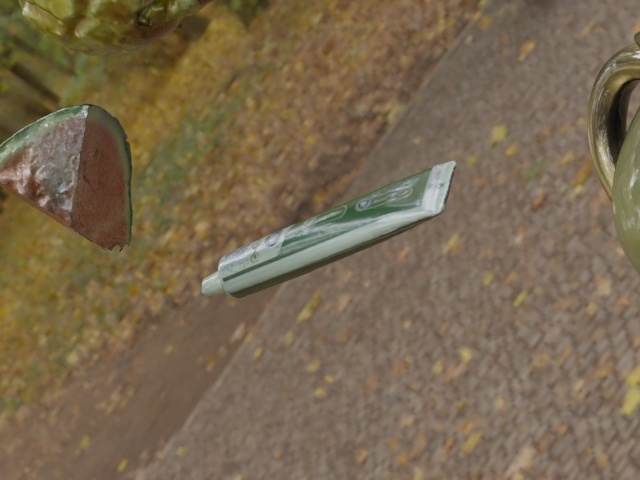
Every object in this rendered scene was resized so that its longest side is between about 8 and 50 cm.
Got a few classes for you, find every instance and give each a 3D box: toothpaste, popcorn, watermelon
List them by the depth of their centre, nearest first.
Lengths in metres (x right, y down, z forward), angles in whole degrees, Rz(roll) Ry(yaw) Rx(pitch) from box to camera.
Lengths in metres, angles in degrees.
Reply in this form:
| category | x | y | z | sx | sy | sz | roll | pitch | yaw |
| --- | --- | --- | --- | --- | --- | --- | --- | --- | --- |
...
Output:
| category | x | y | z | sx | sy | sz | roll | pitch | yaw |
| --- | --- | --- | --- | --- | --- | --- | --- | --- | --- |
| watermelon | -0.298 | -0.093 | 1.589 | 0.146 | 0.128 | 0.231 | -60 | -23 | -5 |
| toothpaste | 0.000 | 0.000 | 1.594 | 0.392 | 0.061 | 0.099 | -22 | 32 | 32 |
| popcorn | -0.264 | -0.358 | 1.650 | 0.282 | 0.247 | 0.282 | -36 | 0 | 0 |

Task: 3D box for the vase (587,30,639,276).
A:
| category | x | y | z | sx | sy | sz | roll | pitch | yaw |
| --- | --- | --- | --- | --- | --- | --- | --- | --- | --- |
| vase | 0.379 | -0.104 | 1.288 | 0.240 | 0.302 | 0.329 | -14 | 14 | -27 |
